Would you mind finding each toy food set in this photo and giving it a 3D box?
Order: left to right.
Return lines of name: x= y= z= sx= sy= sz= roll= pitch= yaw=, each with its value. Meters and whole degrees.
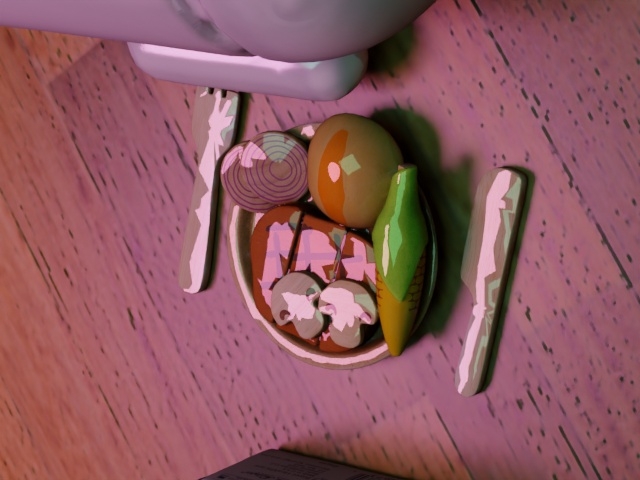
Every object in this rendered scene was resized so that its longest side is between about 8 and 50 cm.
toy food set: x=0.000 y=0.000 z=0.955 sx=0.192 sy=0.038 sz=0.132 roll=17 pitch=107 yaw=30

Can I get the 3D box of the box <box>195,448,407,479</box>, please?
box: x=0.004 y=0.186 z=0.964 sx=0.126 sy=0.072 sz=0.137 roll=9 pitch=104 yaw=33

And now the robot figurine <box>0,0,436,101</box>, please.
robot figurine: x=-0.068 y=-0.187 z=0.870 sx=0.353 sy=0.199 sz=0.300 roll=11 pitch=141 yaw=32
